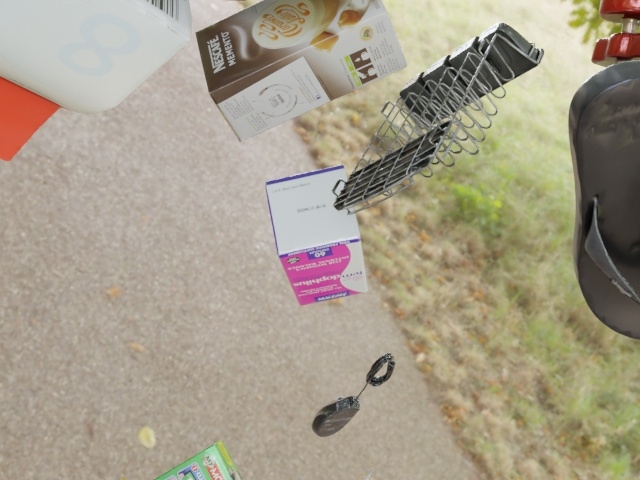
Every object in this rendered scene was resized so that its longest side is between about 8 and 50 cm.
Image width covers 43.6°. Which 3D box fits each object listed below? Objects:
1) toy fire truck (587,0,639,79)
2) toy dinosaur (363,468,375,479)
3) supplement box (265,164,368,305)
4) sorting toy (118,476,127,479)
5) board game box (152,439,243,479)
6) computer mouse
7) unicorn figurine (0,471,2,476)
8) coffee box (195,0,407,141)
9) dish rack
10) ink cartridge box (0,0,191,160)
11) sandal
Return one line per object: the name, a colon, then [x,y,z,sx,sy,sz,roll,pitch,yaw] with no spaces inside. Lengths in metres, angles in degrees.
toy fire truck: [0.567,-0.279,1.204,0.253,0.170,0.302,7,4,-23]
toy dinosaur: [0.007,0.469,1.054,0.121,0.160,0.313,2,36,25]
supplement box: [0.000,0.000,1.135,0.220,0.111,0.114,73,5,-68]
sorting toy: [-0.294,0.392,0.926,0.046,0.275,0.132,40,23,19]
board game box: [-0.193,0.547,1.413,0.317,0.213,0.046,61,9,11]
computer mouse: [0.054,0.266,1.399,0.071,0.242,0.041,6,44,-40]
unicorn figurine: [-0.570,0.461,1.292,0.060,0.111,0.162,4,11,41]
coffee box: [-0.029,-0.254,1.065,0.098,0.246,0.141,57,12,-49]
dish rack: [0.130,-0.131,0.943,0.074,0.272,0.208,42,-34,-15]
ink cartridge box: [-0.376,-0.207,0.849,0.308,0.385,0.091,24,45,-42]
sandal: [0.227,-0.005,0.572,0.054,0.097,0.254,-95,160,-50]
